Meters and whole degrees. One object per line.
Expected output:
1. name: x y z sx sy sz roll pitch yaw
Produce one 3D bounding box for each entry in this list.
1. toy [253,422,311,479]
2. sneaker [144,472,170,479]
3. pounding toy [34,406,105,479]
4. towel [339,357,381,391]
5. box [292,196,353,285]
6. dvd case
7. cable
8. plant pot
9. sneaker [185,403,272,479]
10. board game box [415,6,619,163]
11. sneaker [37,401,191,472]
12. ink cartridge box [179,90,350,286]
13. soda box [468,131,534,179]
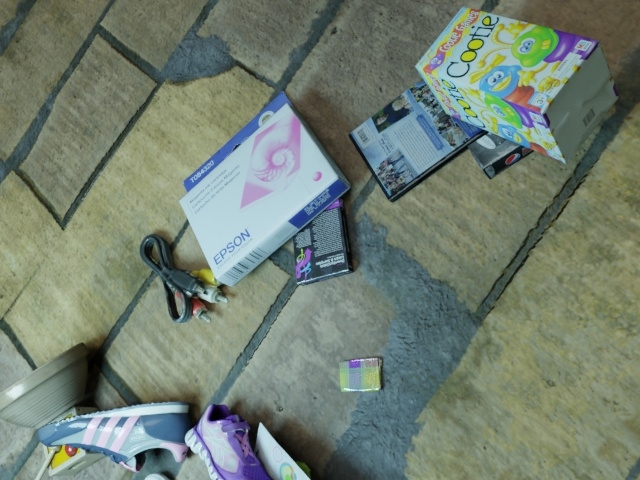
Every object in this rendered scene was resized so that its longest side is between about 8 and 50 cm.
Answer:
1. toy: -0.042 0.447 1.200 0.237 0.056 0.137 38 120 46
2. sneaker: -0.324 0.563 1.306 0.080 0.094 0.212 -22 67 21
3. pounding toy: -0.555 0.452 1.457 0.141 0.100 0.130 -33 62 16
4. towel: 0.074 0.249 1.234 0.083 0.009 0.060 -11 72 26
5. box: 0.000 0.000 1.336 0.116 0.029 0.162 -16 67 25
6. dvd case: 0.195 -0.213 1.298 0.253 0.022 0.180 -36 63 14
7. cable: -0.314 0.089 1.471 0.287 0.072 0.139 27 87 42
8. plant pot: -0.595 0.333 1.466 0.237 0.237 0.109 -34 92 16
9. sneaker: -0.163 0.384 1.246 0.236 0.095 0.104 30 97 45
10. board game box: 0.320 -0.265 1.117 0.144 0.142 0.275 -52 46 -2
11. sneaker: -0.418 0.408 1.356 0.319 0.112 0.131 -11 76 7
12. ink cartridge box: -0.144 -0.126 1.408 0.324 0.071 0.330 -41 56 12
13. soda box: 0.352 -0.183 1.187 0.169 0.053 0.060 -33 63 16
